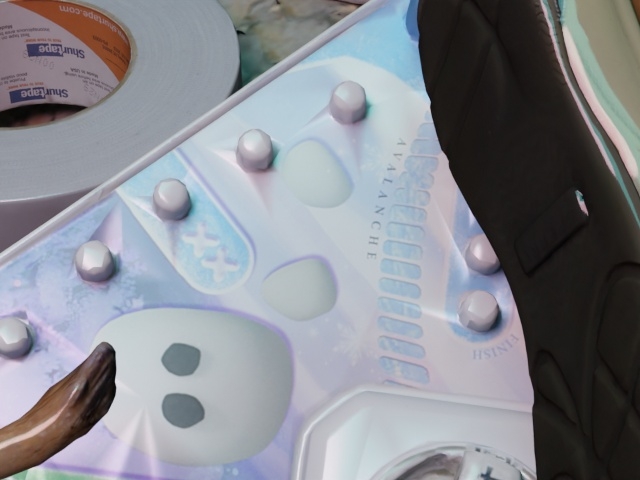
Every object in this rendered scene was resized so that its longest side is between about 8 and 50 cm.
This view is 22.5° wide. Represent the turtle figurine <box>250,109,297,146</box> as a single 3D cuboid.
[{"bbox_3d":[0.000,0.000,0.721,0.234,0.175,0.118,-31,69,1],"label":"turtle figurine"}]

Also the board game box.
[{"bbox_3d":[0.049,0.112,0.571,0.390,0.050,0.390,-36,78,-14],"label":"board game box"}]

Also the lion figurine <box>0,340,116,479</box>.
[{"bbox_3d":[-0.164,0.228,0.473,0.240,0.142,0.392,-5,73,24],"label":"lion figurine"}]

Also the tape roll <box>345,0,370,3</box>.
[{"bbox_3d":[0.061,-0.271,0.942,0.286,0.100,0.286,-8,51,10],"label":"tape roll"}]

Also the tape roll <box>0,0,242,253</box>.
[{"bbox_3d":[-0.148,-0.064,0.819,0.219,0.072,0.219,0,42,0],"label":"tape roll"}]

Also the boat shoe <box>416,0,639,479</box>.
[{"bbox_3d":[0.132,0.024,0.518,0.120,0.122,0.324,-9,75,-21],"label":"boat shoe"}]
